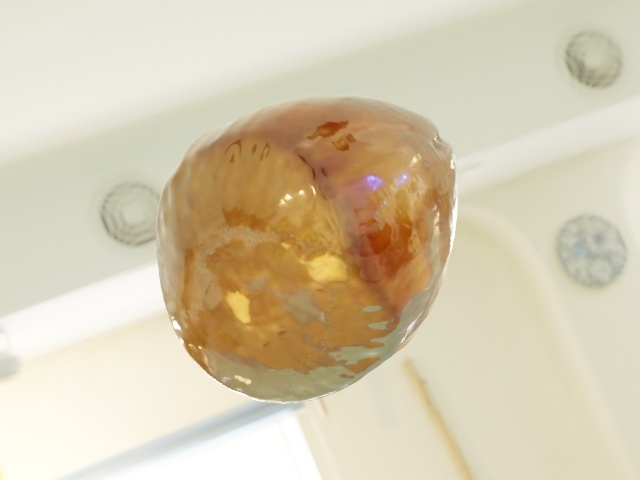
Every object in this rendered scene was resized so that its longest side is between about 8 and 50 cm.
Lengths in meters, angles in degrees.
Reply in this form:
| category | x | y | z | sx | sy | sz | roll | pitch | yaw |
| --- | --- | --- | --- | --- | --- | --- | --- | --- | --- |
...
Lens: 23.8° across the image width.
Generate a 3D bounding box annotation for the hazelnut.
| category | x | y | z | sx | sy | sz | roll | pitch | yaw |
| --- | --- | --- | --- | --- | --- | --- | --- | --- | --- |
| hazelnut | 0.000 | 0.000 | 0.728 | 0.150 | 0.150 | 0.150 | -22 | -10 | -4 |
